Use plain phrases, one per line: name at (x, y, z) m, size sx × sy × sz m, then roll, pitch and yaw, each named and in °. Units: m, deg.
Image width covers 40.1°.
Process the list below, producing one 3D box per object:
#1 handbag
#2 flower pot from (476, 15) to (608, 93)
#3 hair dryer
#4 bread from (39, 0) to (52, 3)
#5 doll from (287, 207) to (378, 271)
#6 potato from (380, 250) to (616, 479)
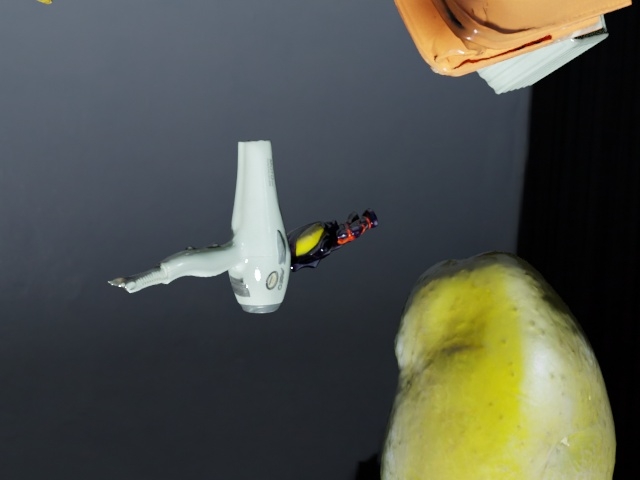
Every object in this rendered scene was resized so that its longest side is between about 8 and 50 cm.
handbag at (0.209, -0.442, 1.186) m, size 0.304 × 0.410 × 0.116 m, roll -22°, pitch 171°, yaw -20°
flower pot at (0.364, -0.398, 1.547) m, size 0.209 × 0.239 × 0.190 m, roll 15°, pitch 149°, yaw -33°
hair dryer at (-0.129, -0.031, 1.109) m, size 0.092 × 0.229 × 0.267 m, roll 6°, pitch 173°, yaw 40°
bread at (-0.424, -0.450, 1.278) m, size 0.132 × 0.172 × 0.103 m, roll 15°, pitch -157°, yaw -45°
doll at (-0.002, -0.002, 1.740) m, size 0.249 × 0.088 × 0.127 m, roll -27°, pitch 166°, yaw -31°
potato at (0.104, 0.104, 0.544) m, size 0.157 × 0.194 × 0.157 m, roll -7°, pitch 180°, yaw 0°
